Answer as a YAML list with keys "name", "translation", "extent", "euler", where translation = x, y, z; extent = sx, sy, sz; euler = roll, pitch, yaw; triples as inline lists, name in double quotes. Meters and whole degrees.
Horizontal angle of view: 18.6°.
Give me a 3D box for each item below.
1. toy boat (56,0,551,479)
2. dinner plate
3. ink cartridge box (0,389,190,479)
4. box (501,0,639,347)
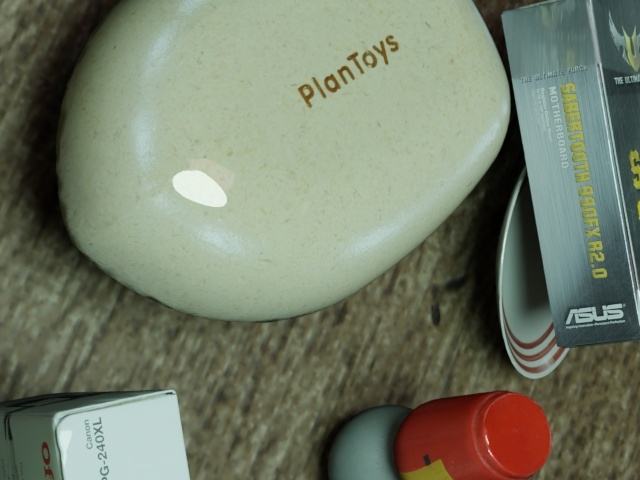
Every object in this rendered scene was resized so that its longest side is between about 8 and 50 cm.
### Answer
- name: "toy boat"
  translation: [0.000, 0.000, 1.003]
  extent: [0.267, 0.148, 0.318]
  euler: [-27, 92, -34]
- name: "dinner plate"
  translation: [0.125, 0.007, 1.099]
  extent: [0.141, 0.017, 0.141]
  euler: [-21, 114, -57]
- name: "ink cartridge box"
  translation: [-0.114, 0.128, 0.906]
  extent: [0.063, 0.150, 0.109]
  euler: [-9, 90, -30]
- name: "box"
  translation: [0.193, -0.047, 1.099]
  extent: [0.231, 0.056, 0.183]
  euler: [-10, 91, -56]
